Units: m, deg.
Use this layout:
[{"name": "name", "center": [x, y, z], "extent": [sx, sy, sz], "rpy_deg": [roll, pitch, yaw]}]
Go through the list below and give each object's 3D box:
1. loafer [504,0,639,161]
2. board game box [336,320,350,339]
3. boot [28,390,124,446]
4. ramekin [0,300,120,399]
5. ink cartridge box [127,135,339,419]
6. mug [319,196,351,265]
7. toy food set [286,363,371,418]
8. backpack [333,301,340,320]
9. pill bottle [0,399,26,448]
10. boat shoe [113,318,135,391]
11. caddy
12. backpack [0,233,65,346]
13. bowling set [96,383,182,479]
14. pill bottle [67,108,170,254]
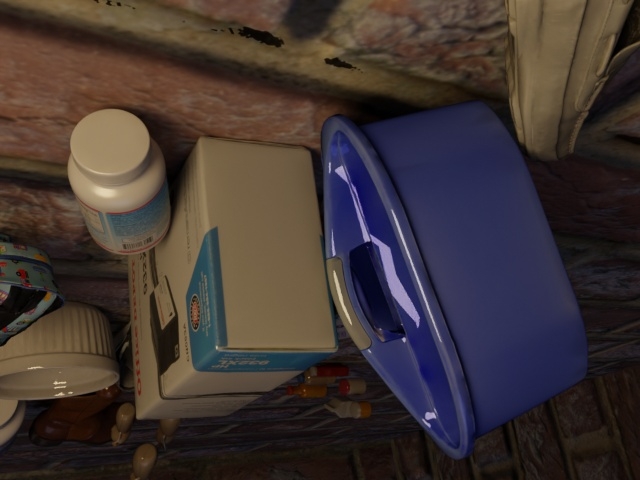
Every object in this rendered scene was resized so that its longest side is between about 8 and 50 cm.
[{"name": "loafer", "center": [0.201, -0.155, 0.569], "extent": [0.111, 0.112, 0.319], "rpy_deg": [-6, 159, 13]}, {"name": "board game box", "center": [0.050, 0.103, 1.215], "extent": [0.317, 0.064, 0.242], "rpy_deg": [-9, 159, 0]}, {"name": "boot", "center": [-0.505, 0.374, 1.687], "extent": [0.264, 0.096, 0.280], "rpy_deg": [10, 140, -37]}, {"name": "ramekin", "center": [-0.418, 0.169, 1.126], "extent": [0.207, 0.109, 0.207], "rpy_deg": [-9, 158, -4]}, {"name": "ink cartridge box", "center": [-0.116, 0.059, 0.819], "extent": [0.129, 0.223, 0.307], "rpy_deg": [3, 155, -27]}, {"name": "mug", "center": [0.090, -0.033, 0.880], "extent": [0.169, 0.150, 0.113], "rpy_deg": [1, -167, -14]}, {"name": "toy food set", "center": [0.018, 0.358, 1.756], "extent": [0.105, 0.111, 0.232], "rpy_deg": [4, -174, -31]}, {"name": "backpack", "center": [0.031, 0.057, 1.048], "extent": [0.114, 0.105, 0.084], "rpy_deg": [-13, -179, 4]}, {"name": "pill bottle", "center": [-0.632, 0.323, 1.363], "extent": [0.152, 0.152, 0.272], "rpy_deg": [2, 156, -26]}, {"name": "boat shoe", "center": [-0.271, 0.168, 1.177], "extent": [0.108, 0.102, 0.301], "rpy_deg": [12, 148, -29]}, {"name": "caddy", "center": [0.098, 0.033, 0.703], "extent": [0.179, 0.341, 0.241], "rpy_deg": [-20, 179, -10]}, {"name": "backpack", "center": [-0.380, 0.046, 0.821], "extent": [0.173, 0.116, 0.158], "rpy_deg": [-22, 155, 31]}, {"name": "bowling set", "center": [-0.379, 0.358, 1.560], "extent": [0.200, 0.287, 0.154], "rpy_deg": [30, 136, 6]}, {"name": "pill bottle", "center": [-0.188, -0.053, 0.692], "extent": [0.087, 0.087, 0.160], "rpy_deg": [-5, 158, -11]}]
